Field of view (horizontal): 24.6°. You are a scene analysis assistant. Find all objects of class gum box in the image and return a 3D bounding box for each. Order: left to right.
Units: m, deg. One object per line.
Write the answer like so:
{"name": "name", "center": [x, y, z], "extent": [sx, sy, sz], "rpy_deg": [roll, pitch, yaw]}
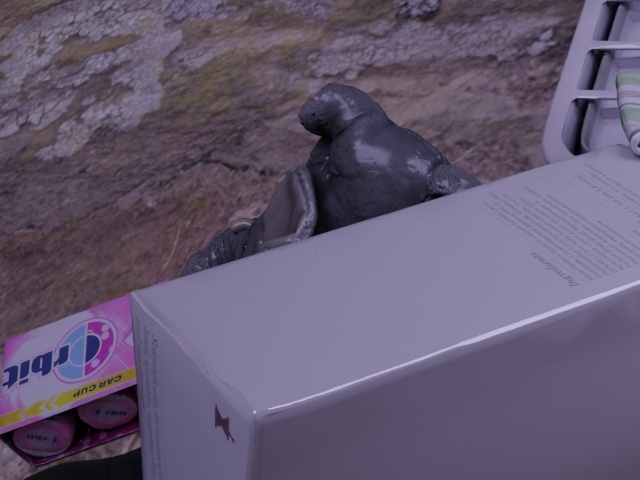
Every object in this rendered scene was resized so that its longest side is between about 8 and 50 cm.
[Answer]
{"name": "gum box", "center": [-0.193, 0.118, 1.319], "extent": [0.188, 0.062, 0.107], "rpy_deg": [-21, 45, 17]}

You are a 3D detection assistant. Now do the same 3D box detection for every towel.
{"name": "towel", "center": [0.269, -0.087, 1.044], "extent": [0.113, 0.023, 0.152], "rpy_deg": [11, 25, 1]}

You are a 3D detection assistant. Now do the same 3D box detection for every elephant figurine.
{"name": "elephant figurine", "center": [0.000, 0.000, 1.255], "extent": [0.169, 0.186, 0.239], "rpy_deg": [40, 91, 3]}

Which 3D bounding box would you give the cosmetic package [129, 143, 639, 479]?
{"name": "cosmetic package", "center": [0.085, 0.099, 0.928], "extent": [0.384, 0.217, 0.156], "rpy_deg": [-14, 34, -27]}

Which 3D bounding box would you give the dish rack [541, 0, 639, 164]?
{"name": "dish rack", "center": [0.364, -0.144, 1.177], "extent": [0.332, 0.072, 0.286], "rpy_deg": [0, 54, 33]}

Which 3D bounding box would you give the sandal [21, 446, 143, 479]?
{"name": "sandal", "center": [-0.146, 0.225, 1.190], "extent": [0.302, 0.086, 0.120], "rpy_deg": [-22, 37, -6]}
